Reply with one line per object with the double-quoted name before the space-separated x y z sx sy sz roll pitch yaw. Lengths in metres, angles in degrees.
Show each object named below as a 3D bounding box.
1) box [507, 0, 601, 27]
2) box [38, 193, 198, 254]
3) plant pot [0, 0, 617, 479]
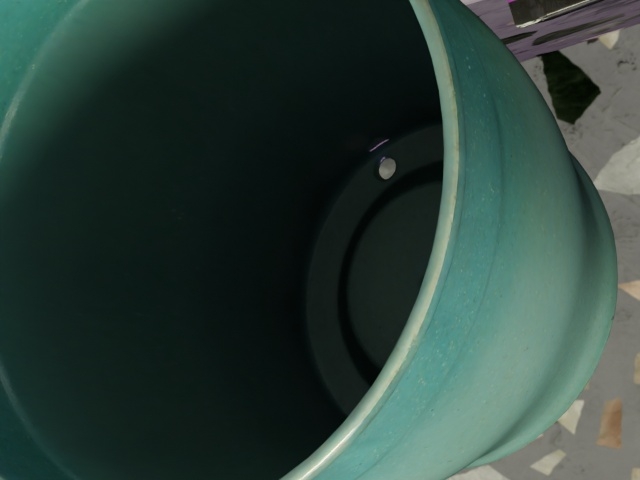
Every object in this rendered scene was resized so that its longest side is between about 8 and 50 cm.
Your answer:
"box" 0.089 -0.160 0.603 0.116 0.162 0.029 -16 -177 36
"box" -0.272 -0.039 0.991 0.279 0.177 0.290 -14 178 -43
"plant pot" 0.000 0.000 0.870 0.272 0.271 0.255 -17 162 29
